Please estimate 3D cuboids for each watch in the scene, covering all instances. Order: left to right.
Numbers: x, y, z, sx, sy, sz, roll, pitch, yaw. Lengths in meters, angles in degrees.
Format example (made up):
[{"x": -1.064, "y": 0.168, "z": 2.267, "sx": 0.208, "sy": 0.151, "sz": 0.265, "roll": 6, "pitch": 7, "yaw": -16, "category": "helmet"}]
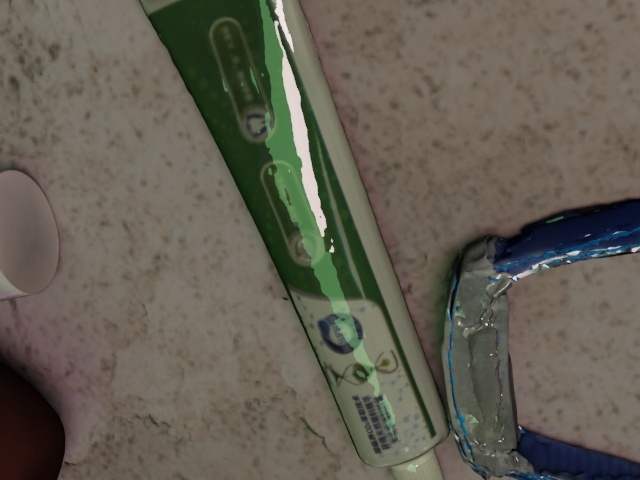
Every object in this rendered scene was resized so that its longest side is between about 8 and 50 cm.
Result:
[{"x": 0.218, "y": 0.104, "z": 0.674, "sx": 0.275, "sy": 0.068, "sz": 0.276, "roll": -10, "pitch": 107, "yaw": 12, "category": "watch"}]

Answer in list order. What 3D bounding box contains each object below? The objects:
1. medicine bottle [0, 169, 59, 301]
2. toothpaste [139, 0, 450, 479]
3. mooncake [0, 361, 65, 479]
[{"x": -0.278, "y": 0.010, "z": 0.746, "sx": 0.183, "sy": 0.086, "sz": 0.086, "roll": -11, "pitch": 107, "yaw": 18, "category": "medicine bottle"}, {"x": 0.000, "y": 0.000, "z": 0.688, "sx": 0.099, "sy": 0.061, "sz": 0.392, "roll": -18, "pitch": 101, "yaw": 20, "category": "toothpaste"}, {"x": -0.315, "y": 0.218, "z": 0.716, "sx": 0.174, "sy": 0.334, "sz": 0.326, "roll": 35, "pitch": 157, "yaw": 0, "category": "mooncake"}]
